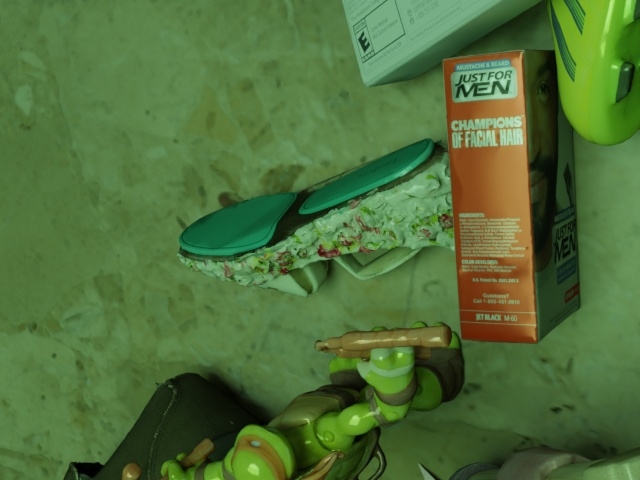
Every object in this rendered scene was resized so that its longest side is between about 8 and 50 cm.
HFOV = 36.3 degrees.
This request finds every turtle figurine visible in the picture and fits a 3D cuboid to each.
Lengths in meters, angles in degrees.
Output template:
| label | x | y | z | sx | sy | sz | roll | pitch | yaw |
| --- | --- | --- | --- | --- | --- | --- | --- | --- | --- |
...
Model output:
| label | x | y | z | sx | sy | sz | roll | pitch | yaw |
| --- | --- | --- | --- | --- | --- | --- | --- | --- | --- |
| turtle figurine | 0.014 | 0.111 | 0.611 | 0.269 | 0.217 | 0.087 | -37 | 80 | 31 |

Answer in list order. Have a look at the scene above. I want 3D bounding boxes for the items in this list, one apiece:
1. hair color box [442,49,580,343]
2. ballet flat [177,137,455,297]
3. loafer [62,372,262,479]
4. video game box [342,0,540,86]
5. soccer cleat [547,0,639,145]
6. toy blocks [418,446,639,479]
| label | x | y | z | sx | sy | sz | roll | pitch | yaw |
| --- | --- | --- | --- | --- | --- | --- | --- | --- | --- |
| hair color box | 0.119 | -0.030 | 0.594 | 0.053 | 0.093 | 0.167 | -1 | 99 | 31 |
| ballet flat | 0.000 | 0.000 | 0.684 | 0.240 | 0.091 | 0.077 | -16 | 116 | 37 |
| loafer | -0.166 | 0.249 | 0.820 | 0.366 | 0.133 | 0.130 | -46 | 51 | 19 |
| video game box | 0.066 | -0.209 | 0.560 | 0.205 | 0.048 | 0.187 | -20 | 86 | 62 |
| soccer cleat | 0.151 | -0.200 | 0.551 | 0.121 | 0.093 | 0.289 | 7 | 102 | 42 |
| toy blocks | 0.171 | 0.256 | 0.577 | 0.260 | 0.308 | 0.289 | 136 | 119 | -64 |
